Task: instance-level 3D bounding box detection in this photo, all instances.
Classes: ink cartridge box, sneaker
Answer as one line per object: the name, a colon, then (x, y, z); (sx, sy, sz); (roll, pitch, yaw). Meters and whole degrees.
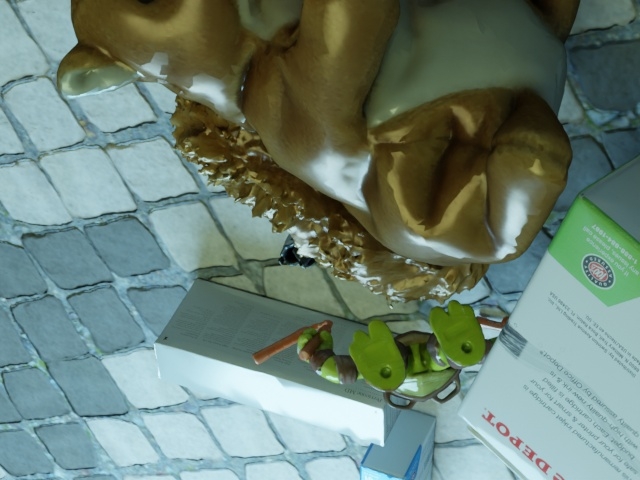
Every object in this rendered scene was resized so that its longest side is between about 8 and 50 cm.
ink cartridge box: (0.076, 0.240, 1.902); (0.052, 0.088, 0.122); (15, 134, 17)
ink cartridge box: (0.254, 0.097, 1.513); (0.198, 0.114, 0.273); (42, 136, 19)
sneaker: (0.000, 0.000, 1.744); (0.038, 0.069, 0.098); (46, 135, -15)

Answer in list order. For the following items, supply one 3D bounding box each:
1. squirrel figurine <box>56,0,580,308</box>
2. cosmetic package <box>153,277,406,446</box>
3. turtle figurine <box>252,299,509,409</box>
squirrel figurine: (-0.016, -0.114, 1.475); (0.370, 0.281, 0.397); (15, 149, -4)
cosmetic package: (-0.032, 0.117, 1.847); (0.239, 0.099, 0.060); (15, 134, 18)
turtle figurine: (0.070, 0.105, 1.666); (0.269, 0.087, 0.217); (-2, 174, 2)
